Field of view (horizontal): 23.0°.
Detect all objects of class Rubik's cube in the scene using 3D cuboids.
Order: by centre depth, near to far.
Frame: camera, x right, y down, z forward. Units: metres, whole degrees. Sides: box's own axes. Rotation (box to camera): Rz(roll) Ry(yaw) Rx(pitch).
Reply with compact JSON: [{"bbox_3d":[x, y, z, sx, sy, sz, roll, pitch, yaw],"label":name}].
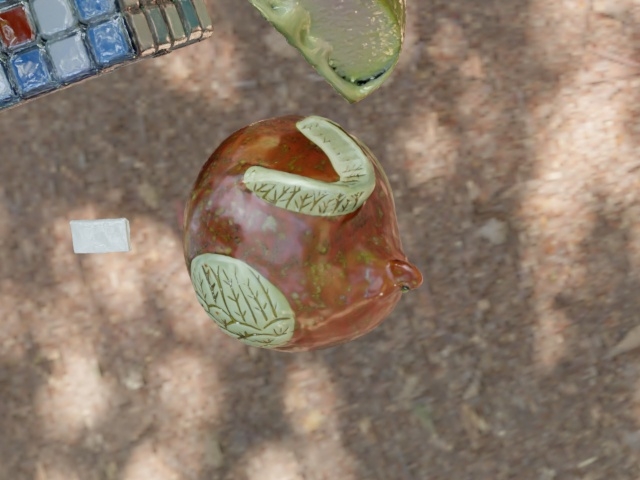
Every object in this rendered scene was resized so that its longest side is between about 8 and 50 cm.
[{"bbox_3d":[-0.343,-0.334,1.969,0.287,0.292,0.293,-17,101,18],"label":"Rubik's cube"}]

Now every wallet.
[{"bbox_3d":[-0.274,-0.006,1.960,0.083,0.011,0.044,-1,101,24],"label":"wallet"}]

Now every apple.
[{"bbox_3d":[0.003,-0.269,1.468,0.120,0.265,0.193,-20,53,24],"label":"apple"}]

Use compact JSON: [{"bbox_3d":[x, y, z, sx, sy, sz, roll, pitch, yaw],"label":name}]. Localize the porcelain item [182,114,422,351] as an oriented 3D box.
[{"bbox_3d":[0.000,0.000,1.528,0.253,0.253,0.253,10,105,41],"label":"porcelain item"}]
